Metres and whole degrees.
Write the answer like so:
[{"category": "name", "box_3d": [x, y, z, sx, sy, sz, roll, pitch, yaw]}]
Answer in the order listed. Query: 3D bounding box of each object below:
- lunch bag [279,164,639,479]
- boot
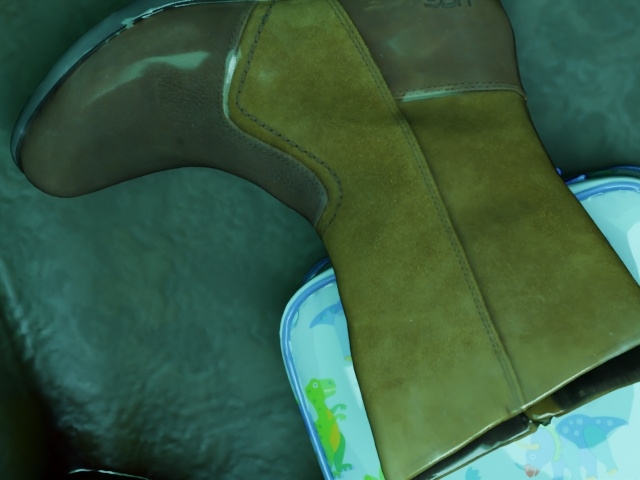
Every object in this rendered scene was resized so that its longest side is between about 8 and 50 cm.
[{"category": "lunch bag", "box_3d": [0.099, 0.062, 0.990, 0.219, 0.090, 0.176, -19, 95, 10]}, {"category": "boot", "box_3d": [0.000, 0.000, 0.941, 0.264, 0.096, 0.280, -21, 63, -1]}]
